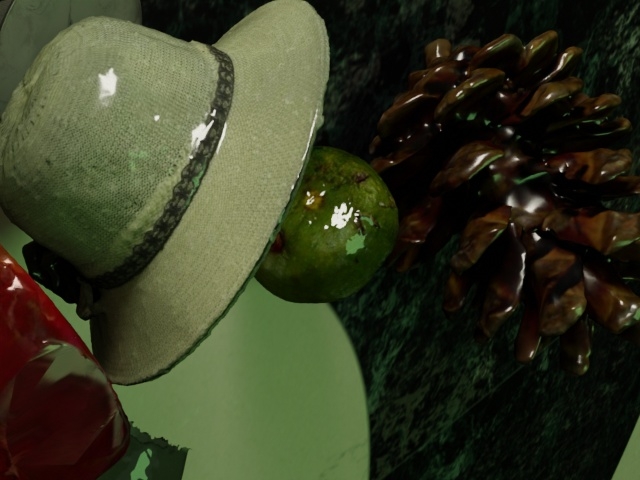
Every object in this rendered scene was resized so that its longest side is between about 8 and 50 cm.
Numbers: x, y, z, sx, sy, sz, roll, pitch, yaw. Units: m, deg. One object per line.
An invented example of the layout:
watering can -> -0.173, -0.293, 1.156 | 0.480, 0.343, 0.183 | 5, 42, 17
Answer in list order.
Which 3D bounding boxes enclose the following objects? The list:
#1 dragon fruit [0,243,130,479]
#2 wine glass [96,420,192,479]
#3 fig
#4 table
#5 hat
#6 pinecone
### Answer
dragon fruit -> -0.214, 0.084, 1.144 | 0.261, 0.189, 0.163 | 64, 37, -33
wine glass -> -0.186, 0.230, 1.324 | 0.126, 0.126, 0.241 | 34, 78, -59
fig -> 0.000, 0.000, 1.487 | 0.123, 0.123, 0.156 | -58, 160, -17
table -> -0.170, -0.123, 1.202 | 0.133, 0.043, 0.133 | -36, 138, -42
hat -> -0.117, -0.057, 1.133 | 0.130, 0.257, 0.257 | 28, 83, -23
pinecone -> 0.156, -0.031, 1.580 | 0.244, 0.309, 0.244 | -35, 169, -8
